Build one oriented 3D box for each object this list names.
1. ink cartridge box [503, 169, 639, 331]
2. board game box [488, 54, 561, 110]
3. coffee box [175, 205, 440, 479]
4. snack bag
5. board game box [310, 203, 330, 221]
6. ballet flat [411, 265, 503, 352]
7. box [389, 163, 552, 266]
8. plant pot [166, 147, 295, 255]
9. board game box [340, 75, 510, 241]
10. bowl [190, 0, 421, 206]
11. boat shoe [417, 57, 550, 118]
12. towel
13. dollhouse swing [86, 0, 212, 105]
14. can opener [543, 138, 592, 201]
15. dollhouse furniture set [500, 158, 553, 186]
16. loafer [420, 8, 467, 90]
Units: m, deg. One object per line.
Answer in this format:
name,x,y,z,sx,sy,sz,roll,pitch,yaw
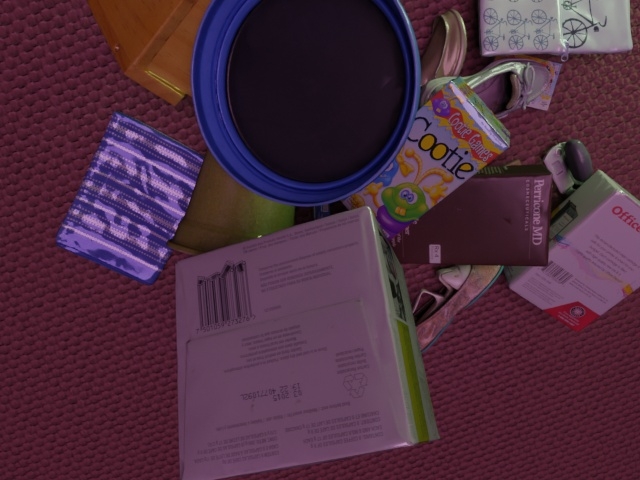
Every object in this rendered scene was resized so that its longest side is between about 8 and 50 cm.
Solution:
ink cartridge box,0.606,0.032,1.106,0.226,0.131,0.306,33,118,-11
board game box,0.447,-0.358,1.089,0.154,0.026,0.103,10,104,-7
coffee box,-0.011,0.195,0.834,0.338,0.334,0.338,-15,66,14
snack bag,0.488,-0.536,1.004,0.343,0.037,0.322,-1,89,-5
board game box,0.000,0.000,1.090,0.035,0.136,0.201,-2,104,-4
ballet flat,0.300,0.135,1.169,0.106,0.107,0.316,40,97,-5
box,0.276,-0.053,1.036,0.382,0.143,0.191,-1,105,16
plant pot,-0.154,-0.089,1.009,0.276,0.276,0.253,11,91,-7
board game box,0.181,-0.140,0.875,0.142,0.144,0.275,48,119,-1
bowl,-0.028,-0.253,0.799,0.391,0.077,0.391,6,106,20
boat shoe,0.351,-0.297,0.994,0.321,0.103,0.118,-15,122,-22
towel,-0.415,-0.084,1.086,0.243,0.040,0.336,28,100,-12
dollhouse swing,-0.191,-0.452,0.958,0.347,0.305,0.315,-41,67,23
can opener,0.612,-0.106,1.140,0.074,0.093,0.280,-34,109,4
dollhouse furniture set,0.398,-0.164,1.085,0.144,0.123,0.151,-25,105,2
loafer,0.238,-0.351,1.036,0.092,0.102,0.268,4,105,-12
